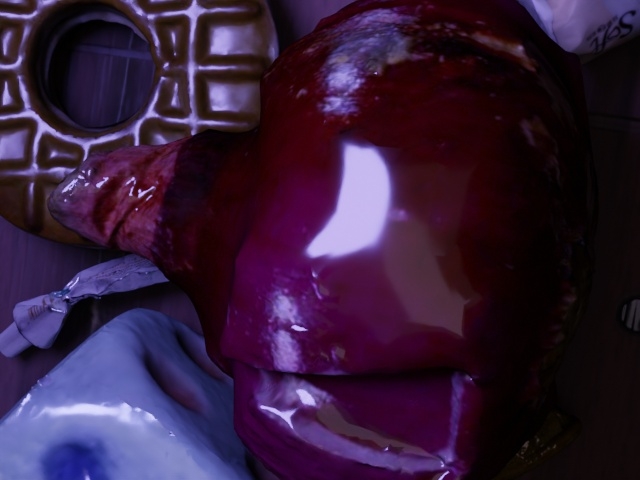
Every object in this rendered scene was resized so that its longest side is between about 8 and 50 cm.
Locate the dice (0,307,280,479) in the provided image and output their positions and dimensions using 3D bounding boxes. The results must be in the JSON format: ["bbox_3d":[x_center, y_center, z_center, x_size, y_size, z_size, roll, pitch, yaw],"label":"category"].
[{"bbox_3d":[-0.156,0.235,0.985,0.262,0.268,0.264,45,97,0],"label":"dice"}]

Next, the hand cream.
[{"bbox_3d":[-0.185,0.044,1.071,0.257,0.084,0.050,-22,108,13],"label":"hand cream"}]

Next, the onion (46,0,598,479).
[{"bbox_3d":[0.000,0.000,0.904,0.420,0.398,0.398,7,96,18],"label":"onion"}]

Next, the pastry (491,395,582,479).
[{"bbox_3d":[0.175,0.171,1.029,0.109,0.097,0.057,-28,80,-30],"label":"pastry"}]

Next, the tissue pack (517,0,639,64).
[{"bbox_3d":[0.265,-0.365,0.922,0.375,0.195,0.390,-27,96,7],"label":"tissue pack"}]

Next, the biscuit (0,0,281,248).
[{"bbox_3d":[-0.190,-0.149,1.038,0.332,0.103,0.332,1,95,7],"label":"biscuit"}]
